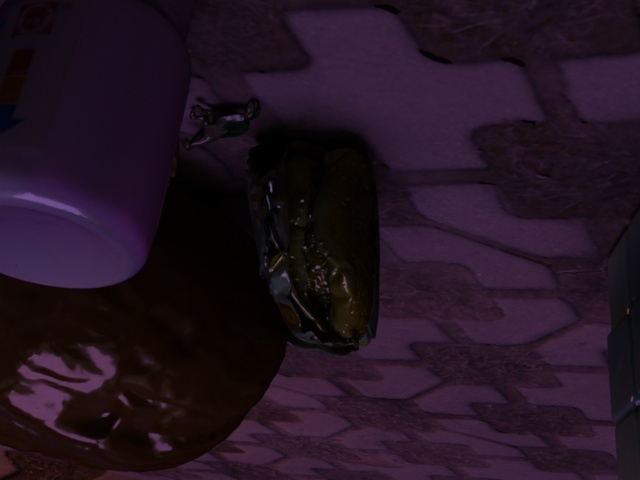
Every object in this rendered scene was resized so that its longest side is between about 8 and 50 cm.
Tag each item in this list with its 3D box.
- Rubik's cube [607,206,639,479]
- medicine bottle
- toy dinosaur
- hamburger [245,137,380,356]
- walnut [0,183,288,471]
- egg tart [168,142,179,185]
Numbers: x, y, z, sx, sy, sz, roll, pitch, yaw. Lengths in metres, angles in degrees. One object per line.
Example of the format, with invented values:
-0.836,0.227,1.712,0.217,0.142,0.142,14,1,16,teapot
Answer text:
0.466,0.093,0.791,0.319,0.315,0.321,6,150,3,Rubik's cube
-0.175,-0.105,0.635,0.152,0.254,0.152,5,150,3,medicine bottle
-0.104,-0.107,0.858,0.061,0.029,0.120,2,159,-27,toy dinosaur
-0.002,-0.002,0.841,0.125,0.214,0.235,-9,144,5,hamburger
-0.231,0.099,0.964,0.398,0.307,0.354,23,147,-32,walnut
-0.232,-0.074,0.774,0.213,0.212,0.090,6,166,2,egg tart
